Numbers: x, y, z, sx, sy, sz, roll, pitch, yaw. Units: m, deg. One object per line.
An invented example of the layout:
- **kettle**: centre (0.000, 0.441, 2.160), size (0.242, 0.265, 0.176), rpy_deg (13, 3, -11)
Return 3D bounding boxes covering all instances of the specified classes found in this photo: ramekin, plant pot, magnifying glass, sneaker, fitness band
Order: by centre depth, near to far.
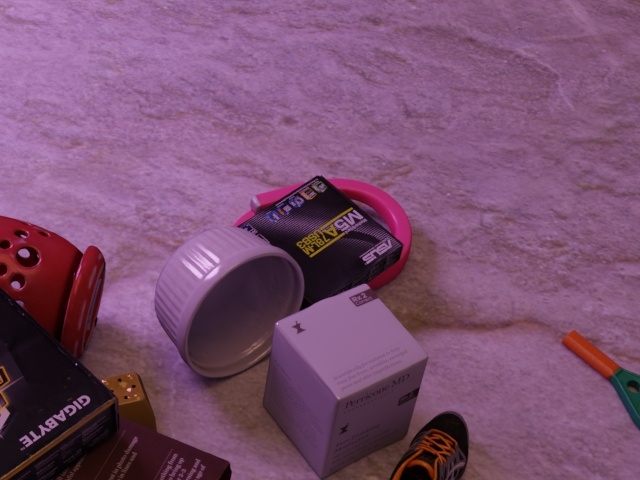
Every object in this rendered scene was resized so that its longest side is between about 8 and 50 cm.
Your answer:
- **sneaker**: centre (0.146, 0.302, 1.830), size (0.084, 0.083, 0.215), rpy_deg (23, 46, 14)
- **plant pot**: centre (-0.265, 0.223, 1.831), size (0.081, 0.083, 0.081), rpy_deg (-11, 51, -19)
- **plant pot**: centre (-0.394, 0.073, 1.878), size (0.174, 0.191, 0.191), rpy_deg (13, 46, -2)
- **ramekin**: centre (-0.134, 0.077, 1.914), size (0.207, 0.207, 0.109), rpy_deg (-26, 48, -29)
- **magnifying glass**: centre (0.451, 0.212, 2.008), size (0.092, 0.026, 0.231), rpy_deg (-32, 61, -32)
- **fitness band**: centre (0.000, 0.000, 2.107), size (0.291, 0.054, 0.209), rpy_deg (-15, 52, -20)

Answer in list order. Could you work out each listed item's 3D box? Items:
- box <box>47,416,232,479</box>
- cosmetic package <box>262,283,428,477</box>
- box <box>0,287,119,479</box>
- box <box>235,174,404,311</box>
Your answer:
- **box**: centre (-0.324, 0.311, 1.700), size (0.381, 0.143, 0.191), rpy_deg (22, 49, 10)
- **cosmetic package**: centre (0.030, 0.189, 1.845), size (0.151, 0.184, 0.151), rpy_deg (-23, 55, -27)
- **box**: centre (-0.444, 0.217, 1.627), size (0.257, 0.079, 0.322), rpy_deg (38, 54, 26)
- **box**: centre (-0.006, 0.007, 2.039), size (0.190, 0.045, 0.184), rpy_deg (-33, 60, -31)
